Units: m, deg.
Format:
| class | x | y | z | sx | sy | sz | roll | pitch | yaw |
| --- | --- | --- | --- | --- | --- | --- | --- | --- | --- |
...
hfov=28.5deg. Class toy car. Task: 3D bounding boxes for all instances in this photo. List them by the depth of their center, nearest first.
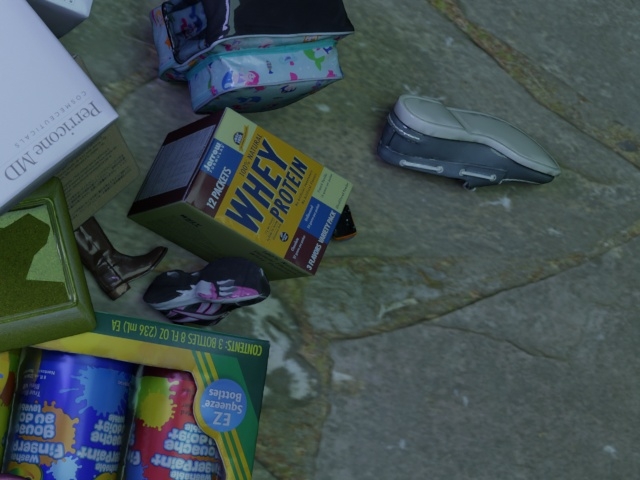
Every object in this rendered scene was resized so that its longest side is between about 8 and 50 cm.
| class | x | y | z | sx | sy | sz | roll | pitch | yaw |
| --- | --- | --- | --- | --- | --- | --- | --- | --- | --- |
| toy car | 0.000 | 0.000 | 1.789 | 0.122 | 0.060 | 0.040 | -31 | 145 | -10 |

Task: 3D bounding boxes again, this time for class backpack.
| class | x | y | z | sx | sy | sz | roll | pitch | yaw |
| --- | --- | --- | --- | --- | --- | --- | --- | --- | --- |
| backpack | -0.098 | -0.261 | 1.630 | 0.225 | 0.253 | 0.191 | -9 | 94 | -32 |

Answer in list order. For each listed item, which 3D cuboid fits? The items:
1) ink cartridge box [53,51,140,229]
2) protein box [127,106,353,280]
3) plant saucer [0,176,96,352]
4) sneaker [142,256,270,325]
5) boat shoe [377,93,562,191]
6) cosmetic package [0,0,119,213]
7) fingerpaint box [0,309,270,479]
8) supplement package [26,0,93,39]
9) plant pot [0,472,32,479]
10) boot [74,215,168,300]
| class | x | y | z | sx | sy | sz | roll | pitch | yaw |
| --- | --- | --- | --- | --- | --- | --- | --- | --- | --- |
| ink cartridge box | -0.359 | -0.091 | 1.528 | 0.235 | 0.088 | 0.193 | -43 | 131 | -25 |
| protein box | -0.106 | -0.052 | 1.632 | 0.200 | 0.201 | 0.136 | 30 | 72 | -22 |
| plant saucer | -0.353 | 0.027 | 1.411 | 0.188 | 0.045 | 0.188 | -13 | 85 | -29 |
| sneaker | -0.136 | 0.073 | 1.635 | 0.077 | 0.178 | 0.072 | 55 | 43 | -39 |
| boat shoe | 0.223 | -0.131 | 1.894 | 0.320 | 0.116 | 0.099 | 14 | 122 | -33 |
| cosmetic package | -0.415 | -0.202 | 1.298 | 0.217 | 0.156 | 0.385 | -43 | 98 | -15 |
| fingerpaint box | -0.310 | 0.267 | 1.516 | 0.445 | 0.163 | 0.371 | 13 | 80 | -26 |
| supplement package | -0.381 | -0.351 | 1.518 | 0.203 | 0.194 | 0.149 | 19 | 78 | -26 |
| plant pot | -0.326 | 0.352 | 1.309 | 0.201 | 0.180 | 0.201 | 1 | 88 | -27 |
| boot | -0.268 | 0.004 | 1.638 | 0.106 | 0.037 | 0.114 | -43 | 100 | -26 |
